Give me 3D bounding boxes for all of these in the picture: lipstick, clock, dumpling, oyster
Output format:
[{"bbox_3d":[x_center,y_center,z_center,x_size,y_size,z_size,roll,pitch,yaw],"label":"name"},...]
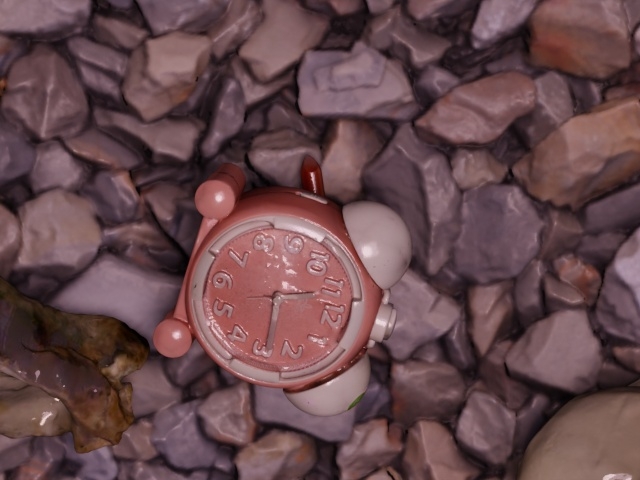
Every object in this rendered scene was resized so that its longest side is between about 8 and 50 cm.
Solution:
[{"bbox_3d":[0.000,0.000,1.430,0.030,0.030,0.129,-10,97,-8],"label":"lipstick"},{"bbox_3d":[-0.021,0.034,1.381,0.162,0.093,0.166,20,106,5],"label":"clock"},{"bbox_3d":[0.219,0.196,1.405,0.147,0.193,0.258,39,91,-7],"label":"dumpling"},{"bbox_3d":[-0.282,0.069,1.333,0.337,0.133,0.197,29,63,-25],"label":"oyster"}]
